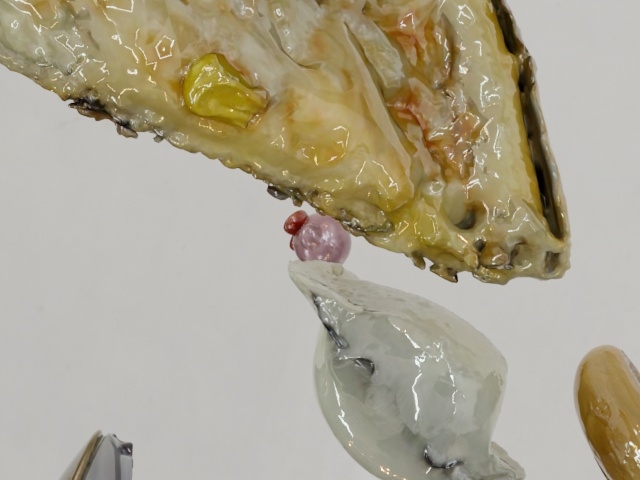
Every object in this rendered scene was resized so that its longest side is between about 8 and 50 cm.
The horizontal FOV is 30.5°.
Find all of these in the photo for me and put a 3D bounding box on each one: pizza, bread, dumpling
[{"bbox_3d":[-0.006,-0.200,0.735,0.080,0.435,0.392,-28,47,43],"label":"pizza"},{"bbox_3d":[0.267,0.174,0.996,0.077,0.114,0.189,-43,46,18],"label":"bread"},{"bbox_3d":[0.081,0.111,1.090,0.175,0.227,0.243,-11,107,3],"label":"dumpling"}]

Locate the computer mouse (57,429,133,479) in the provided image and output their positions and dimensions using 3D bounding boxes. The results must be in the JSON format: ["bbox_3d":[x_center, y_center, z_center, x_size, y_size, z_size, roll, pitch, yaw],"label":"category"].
[{"bbox_3d":[-0.166,0.266,0.718,0.158,0.071,0.310,123,153,-45],"label":"computer mouse"}]

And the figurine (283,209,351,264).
[{"bbox_3d":[0.000,0.000,1.333,0.071,0.083,0.067,39,92,21],"label":"figurine"}]
